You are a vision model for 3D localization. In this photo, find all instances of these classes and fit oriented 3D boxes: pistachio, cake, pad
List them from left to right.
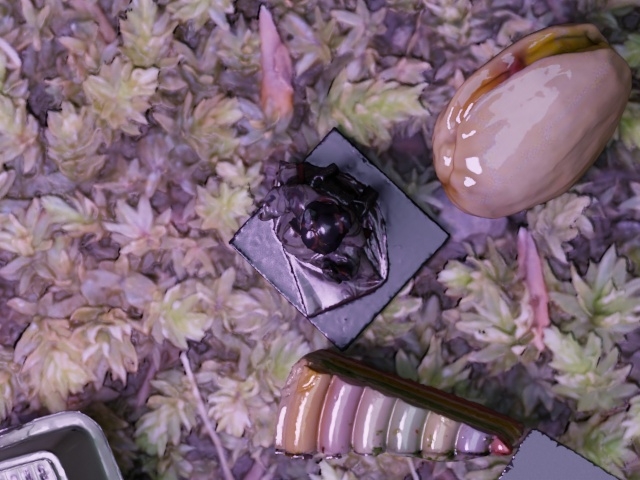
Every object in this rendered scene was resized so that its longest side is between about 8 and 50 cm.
[{"bbox_3d":[0.072,0.151,1.679,0.225,0.109,0.090,2,95,7],"label":"cake"},{"bbox_3d":[0.187,-0.106,1.646,0.200,0.117,0.145,-43,127,1],"label":"pistachio"},{"bbox_3d":[0.252,0.288,1.721,0.211,0.003,0.143,32,98,4],"label":"pad"}]

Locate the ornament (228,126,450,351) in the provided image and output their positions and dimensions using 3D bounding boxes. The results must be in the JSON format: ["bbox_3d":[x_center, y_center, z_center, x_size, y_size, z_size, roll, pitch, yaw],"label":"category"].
[{"bbox_3d":[0.000,0.000,1.633,0.166,0.196,0.153,43,98,3],"label":"ornament"}]

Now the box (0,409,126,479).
[{"bbox_3d":[-0.264,0.317,1.706,0.220,0.166,0.290,-19,92,8],"label":"box"}]
